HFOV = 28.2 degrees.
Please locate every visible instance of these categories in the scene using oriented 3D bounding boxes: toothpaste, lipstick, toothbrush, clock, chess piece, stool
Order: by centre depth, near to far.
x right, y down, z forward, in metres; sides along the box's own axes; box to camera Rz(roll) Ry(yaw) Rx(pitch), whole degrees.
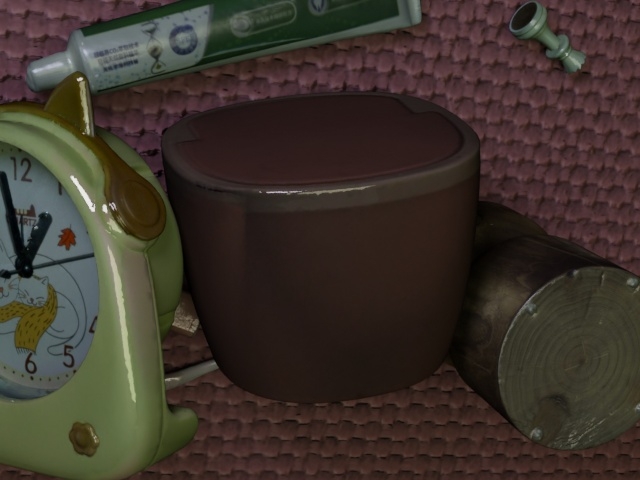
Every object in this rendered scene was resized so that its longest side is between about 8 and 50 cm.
[{"bbox_3d":[-0.244,0.024,1.112,0.117,0.286,0.348,-17,111,-58],"label":"clock"},{"bbox_3d":[-0.087,-0.205,1.202,0.392,0.061,0.098,-18,108,-15],"label":"toothpaste"},{"bbox_3d":[-0.185,0.048,1.243,0.145,0.045,0.045,22,95,-21],"label":"lipstick"},{"bbox_3d":[0.200,0.076,1.253,0.179,0.264,0.179,-4,106,-16],"label":"stool"},{"bbox_3d":[-0.168,0.148,1.283,0.307,0.029,0.025,-16,116,-13],"label":"toothbrush"},{"bbox_3d":[0.240,-0.206,1.315,0.093,0.042,0.042,34,92,-29],"label":"chess piece"}]

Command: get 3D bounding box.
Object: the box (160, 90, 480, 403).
[{"bbox_3d":[0.000,0.000,1.169,0.301,0.301,0.216,-9,114,-15],"label":"box"}]
